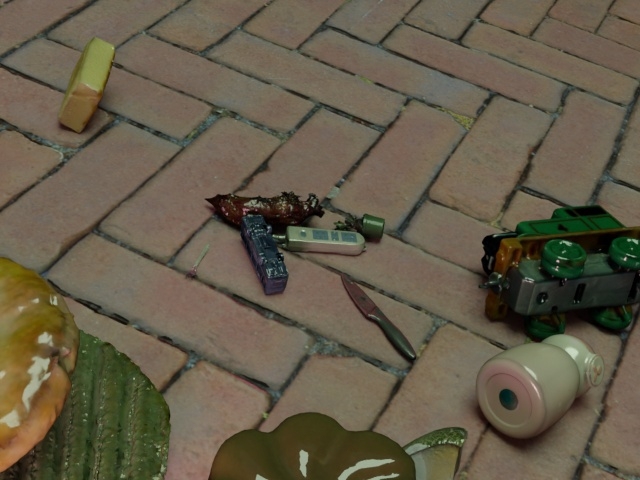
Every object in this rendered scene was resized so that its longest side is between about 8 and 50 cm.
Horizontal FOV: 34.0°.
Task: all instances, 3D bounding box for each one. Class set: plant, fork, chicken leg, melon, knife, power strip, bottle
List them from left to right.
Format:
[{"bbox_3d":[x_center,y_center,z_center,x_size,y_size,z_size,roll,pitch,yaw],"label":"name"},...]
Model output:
[{"bbox_3d":[-0.230,0.039,1.972,0.016,0.012,0.115,20,36,3],"label":"fork"},{"bbox_3d":[-0.110,-0.064,2.078,0.234,0.063,0.105,-1,14,-11],"label":"chicken leg"},{"bbox_3d":[0.000,0.000,2.061,0.191,0.030,0.047,5,40,-10],"label":"power strip"},{"bbox_3d":[0.077,-0.032,2.106,0.102,0.051,0.051,8,40,4],"label":"plant"},{"bbox_3d":[0.101,0.140,1.940,0.035,0.018,0.247,-18,46,-28],"label":"knife"},{"bbox_3d":[0.191,0.343,1.659,0.202,0.139,0.093,-24,74,-38],"label":"melon"},{"bbox_3d":[0.392,0.236,1.812,0.236,0.147,0.147,-18,49,-42],"label":"bottle"}]

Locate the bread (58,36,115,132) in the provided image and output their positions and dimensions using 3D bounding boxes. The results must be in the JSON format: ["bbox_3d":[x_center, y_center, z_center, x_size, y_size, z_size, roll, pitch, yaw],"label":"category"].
[{"bbox_3d":[-0.497,-0.332,2.237,0.068,0.125,0.188,24,37,-20],"label":"bread"}]

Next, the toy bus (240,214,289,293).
[{"bbox_3d":[-0.108,0.025,1.977,0.047,0.065,0.166,-7,46,-22],"label":"toy bus"}]

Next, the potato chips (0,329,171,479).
[{"bbox_3d":[-0.411,0.274,1.605,0.358,0.070,0.429,-1,41,-11],"label":"potato chips"}]

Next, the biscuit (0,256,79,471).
[{"bbox_3d":[-0.576,0.203,1.553,0.446,0.104,0.429,-28,48,-14],"label":"biscuit"}]

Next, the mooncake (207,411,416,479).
[{"bbox_3d":[-0.009,0.418,1.444,0.378,0.200,0.378,8,39,-6],"label":"mooncake"}]

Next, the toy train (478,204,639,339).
[{"bbox_3d":[0.478,0.042,2.037,0.429,0.178,0.249,-5,34,-21],"label":"toy train"}]
